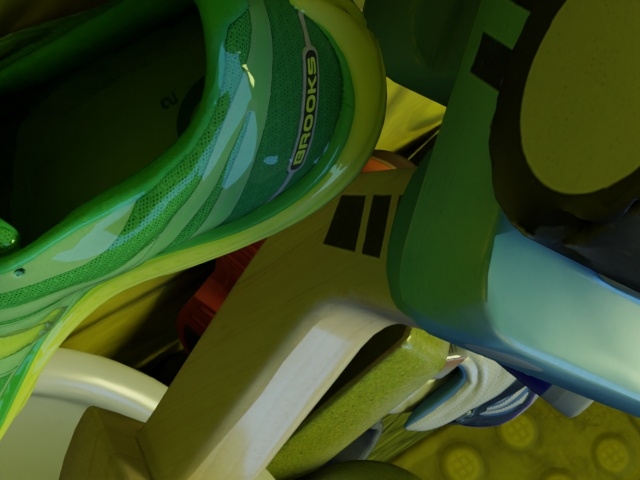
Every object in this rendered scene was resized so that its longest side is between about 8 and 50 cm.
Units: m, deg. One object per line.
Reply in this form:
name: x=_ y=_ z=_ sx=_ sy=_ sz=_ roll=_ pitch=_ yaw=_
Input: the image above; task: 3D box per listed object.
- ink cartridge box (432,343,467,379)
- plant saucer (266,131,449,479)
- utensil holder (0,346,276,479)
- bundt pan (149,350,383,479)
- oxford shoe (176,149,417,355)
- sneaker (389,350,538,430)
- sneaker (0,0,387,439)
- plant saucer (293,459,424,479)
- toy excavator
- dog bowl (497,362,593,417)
ink cartridge box: x=0.023 y=0.116 z=1.600 sx=0.145 sy=0.045 sz=0.179 roll=-8 pitch=160 yaw=-20
plant saucer: x=0.027 y=0.050 z=1.159 sx=0.188 sy=0.045 sz=0.188 roll=-43 pitch=-159 yaw=39
utensil holder: x=-0.212 y=0.292 z=1.030 sx=0.385 sy=0.327 sz=0.327 roll=-38 pitch=169 yaw=30
bundt pan: x=-0.109 y=0.192 z=1.328 sx=0.331 sy=0.124 sz=0.331 roll=-44 pitch=165 yaw=-15
oxford shoe: x=0.000 y=0.000 z=1.055 sx=0.098 sy=0.097 sz=0.271 roll=-49 pitch=-176 yaw=-29
sneaker: x=0.122 y=0.123 z=1.895 sx=0.236 sy=0.130 sz=0.323 roll=-17 pitch=166 yaw=-31
sneaker: x=-0.120 y=-0.004 z=0.644 sx=0.295 sy=0.109 sz=0.123 roll=-38 pitch=150 yaw=13
plant saucer: x=-0.010 y=0.238 z=1.119 sx=0.037 sy=0.241 sz=0.241 roll=26 pitch=126 yaw=-38
toy excavator: x=0.082 y=-0.018 z=0.727 sx=0.445 sy=0.222 sz=0.433 roll=8 pitch=-102 yaw=61
dog bowl: x=0.214 y=-0.009 z=1.368 sx=0.265 sy=0.104 sz=0.265 roll=-53 pitch=175 yaw=-7
